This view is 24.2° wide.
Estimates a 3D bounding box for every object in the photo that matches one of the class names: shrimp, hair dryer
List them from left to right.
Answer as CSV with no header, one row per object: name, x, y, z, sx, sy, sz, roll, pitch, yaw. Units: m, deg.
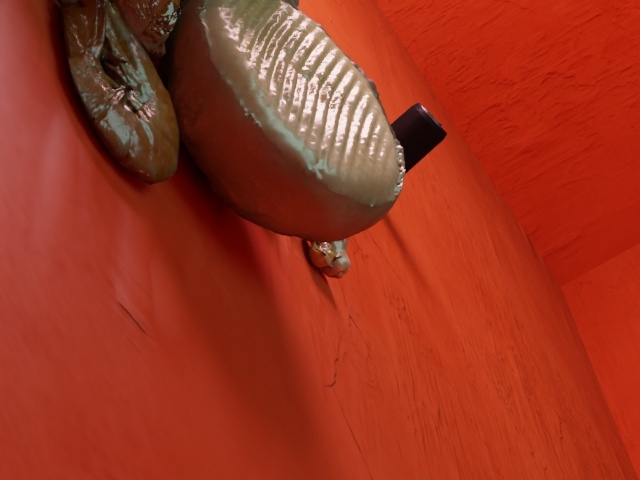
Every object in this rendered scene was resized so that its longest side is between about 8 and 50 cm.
shrimp,-0.173,-0.143,1.208,0.217,0.051,0.115,66,15,15
hair dryer,0.071,-0.197,2.179,0.255,0.128,0.070,55,9,32

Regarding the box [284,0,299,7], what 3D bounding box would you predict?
box,-0.137,-0.337,1.559,0.312,0.175,0.182,51,24,-35

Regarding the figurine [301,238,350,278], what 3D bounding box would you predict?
figurine,0.000,0.000,1.596,0.050,0.047,0.083,7,60,-56

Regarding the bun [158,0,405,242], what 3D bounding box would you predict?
bun,-0.051,-0.110,1.394,0.287,0.146,0.287,38,25,-22

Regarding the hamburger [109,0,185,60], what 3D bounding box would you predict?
hamburger,-0.174,-0.236,1.322,0.102,0.087,0.176,53,16,-36
